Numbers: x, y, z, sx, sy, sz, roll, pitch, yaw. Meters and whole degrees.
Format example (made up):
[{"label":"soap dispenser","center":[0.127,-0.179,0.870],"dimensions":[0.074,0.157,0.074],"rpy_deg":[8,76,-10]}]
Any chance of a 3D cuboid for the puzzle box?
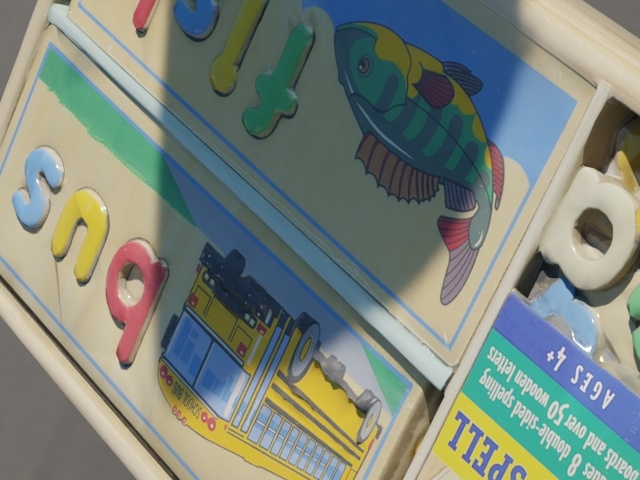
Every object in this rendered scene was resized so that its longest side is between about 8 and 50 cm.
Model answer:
[{"label":"puzzle box","center":[0.000,0.000,0.767],"dimensions":[0.409,0.052,0.272],"rpy_deg":[42,117,39]}]
